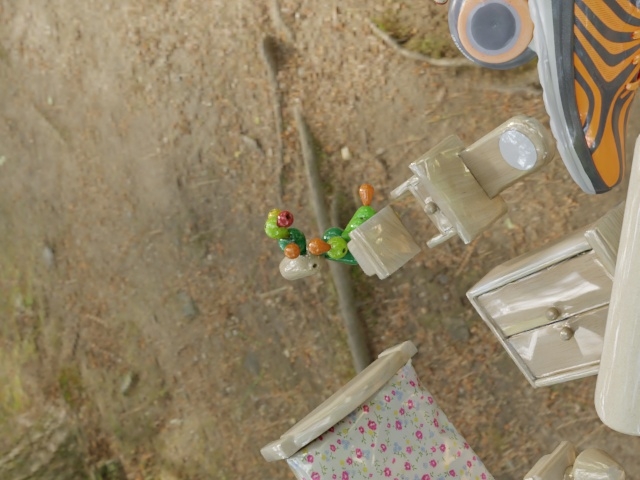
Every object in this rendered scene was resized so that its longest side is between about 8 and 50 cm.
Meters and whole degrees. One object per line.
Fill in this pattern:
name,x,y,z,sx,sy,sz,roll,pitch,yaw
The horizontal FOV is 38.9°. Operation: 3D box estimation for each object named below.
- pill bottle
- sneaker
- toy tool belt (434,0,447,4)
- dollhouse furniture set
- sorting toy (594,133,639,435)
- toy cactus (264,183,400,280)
pill bottle,0.232,-0.288,1.128,0.130,0.246,0.131,7,115,15
sneaker,0.278,-0.193,0.783,0.180,0.125,0.321,-8,119,20
toy tool belt,0.148,-0.370,1.260,0.083,0.052,0.051,48,160,23
dollhouse furniture set,0.085,0.116,0.635,0.303,0.355,0.174,54,150,0
sorting toy,0.280,0.034,0.529,0.208,0.038,0.193,6,103,4
toy cactus,0.000,0.000,1.235,0.180,0.218,0.112,-33,66,47
